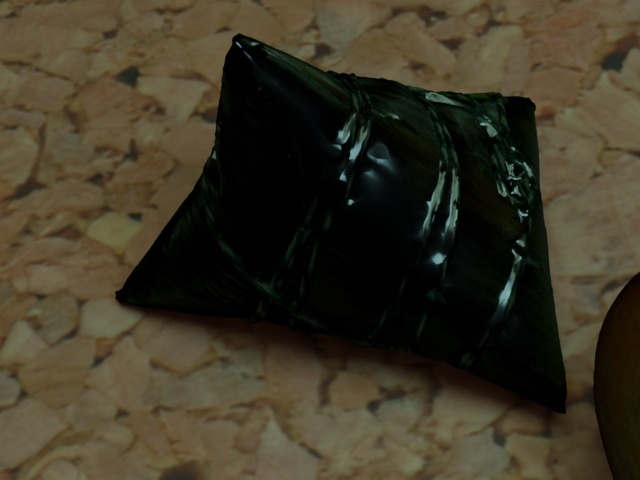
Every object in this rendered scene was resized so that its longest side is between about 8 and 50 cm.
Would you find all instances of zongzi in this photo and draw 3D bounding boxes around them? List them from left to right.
[{"bbox_3d":[0.000,0.000,1.670,0.383,0.362,0.319,21,50,-25],"label":"zongzi"}]

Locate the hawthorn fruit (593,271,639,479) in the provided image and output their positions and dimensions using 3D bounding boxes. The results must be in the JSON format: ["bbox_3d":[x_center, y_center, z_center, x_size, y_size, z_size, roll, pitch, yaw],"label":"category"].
[{"bbox_3d":[0.346,0.110,1.496,0.268,0.267,0.300,-14,51,-2],"label":"hawthorn fruit"}]
